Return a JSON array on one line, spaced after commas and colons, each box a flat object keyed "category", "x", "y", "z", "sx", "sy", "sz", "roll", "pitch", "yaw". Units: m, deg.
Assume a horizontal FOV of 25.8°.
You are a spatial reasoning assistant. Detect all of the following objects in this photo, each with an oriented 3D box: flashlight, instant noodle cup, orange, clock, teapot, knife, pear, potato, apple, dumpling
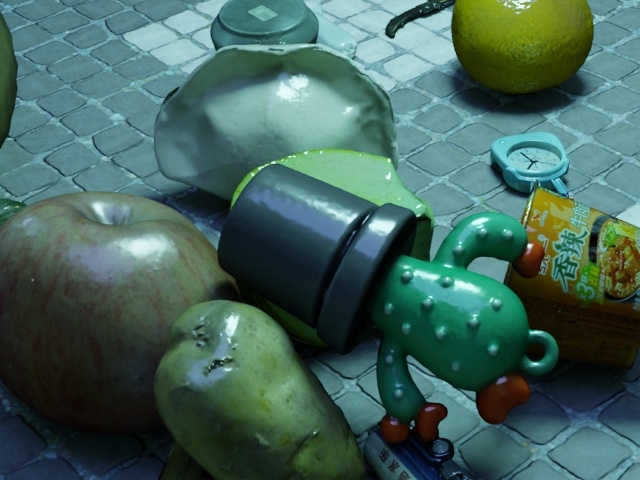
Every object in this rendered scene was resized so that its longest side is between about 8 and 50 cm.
[{"category": "flashlight", "x": -0.003, "y": -0.375, "z": 2.513, "sx": 0.093, "sy": 0.048, "sz": 0.200, "roll": -24, "pitch": 44, "yaw": -25}, {"category": "instant noodle cup", "x": 0.326, "y": 0.056, "z": 1.766, "sx": 0.182, "sy": 0.230, "sz": 0.230, "roll": 16, "pitch": 39, "yaw": 11}, {"category": "orange", "x": 0.332, "y": -0.349, "z": 2.312, "sx": 0.236, "sy": 0.236, "sz": 0.236, "roll": -2, "pitch": 36, "yaw": 1}, {"category": "clock", "x": 0.326, "y": -0.110, "z": 2.126, "sx": 0.108, "sy": 0.045, "sz": 0.147, "roll": -10, "pitch": 38, "yaw": -8}, {"category": "teapot", "x": -0.073, "y": -0.259, "z": 2.210, "sx": 0.171, "sy": 0.225, "sz": 0.203, "roll": -25, "pitch": 43, "yaw": -24}, {"category": "knife", "x": 0.194, "y": -0.429, "z": 2.591, "sx": 0.222, "sy": 0.021, "sz": 0.045, "roll": -35, "pitch": 46, "yaw": -30}, {"category": "pear", "x": 0.000, "y": 0.000, "z": 1.897, "sx": 0.286, "sy": 0.176, "sz": 0.282, "roll": -13, "pitch": 34, "yaw": -14}, {"category": "potato", "x": -0.067, "y": 0.202, "z": 1.576, "sx": 0.296, "sy": 0.141, "sz": 0.192, "roll": 44, "pitch": 43, "yaw": -12}, {"category": "apple", "x": -0.260, "y": 0.073, "z": 1.728, "sx": 0.344, "sy": 0.269, "sz": 0.345, "roll": -2, "pitch": 35, "yaw": 2}, {"category": "dumpling", "x": -0.070, "y": -0.175, "z": 2.061, "sx": 0.341, "sy": 0.260, "sz": 0.181, "roll": 18, "pitch": 33, "yaw": 24}]

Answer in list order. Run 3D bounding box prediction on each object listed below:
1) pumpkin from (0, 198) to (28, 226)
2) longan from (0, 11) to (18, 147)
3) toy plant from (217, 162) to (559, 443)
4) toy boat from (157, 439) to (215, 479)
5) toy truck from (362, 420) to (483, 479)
[{"category": "pumpkin", "x": -0.451, "y": 0.022, "z": 1.916, "sx": 0.190, "sy": 0.146, "sz": 0.190, "roll": -21, "pitch": 27, "yaw": 11}, {"category": "longan", "x": -0.652, "y": -0.234, "z": 2.082, "sx": 0.403, "sy": 0.404, "sz": 0.436, "roll": 0, "pitch": 29, "yaw": 5}, {"category": "toy plant", "x": 0.090, "y": 0.052, "z": 1.615, "sx": 0.400, "sy": 0.185, "sz": 0.279, "roll": 28, "pitch": 56, "yaw": 16}, {"category": "toy boat", "x": -0.138, "y": 0.277, "z": 1.613, "sx": 0.088, "sy": 0.068, "sz": 0.226, "roll": 12, "pitch": 37, "yaw": 6}, {"category": "toy truck", "x": 0.122, "y": 0.275, "z": 1.590, "sx": 0.088, "sy": 0.074, "sz": 0.202, "roll": -24, "pitch": 40, "yaw": -19}]
